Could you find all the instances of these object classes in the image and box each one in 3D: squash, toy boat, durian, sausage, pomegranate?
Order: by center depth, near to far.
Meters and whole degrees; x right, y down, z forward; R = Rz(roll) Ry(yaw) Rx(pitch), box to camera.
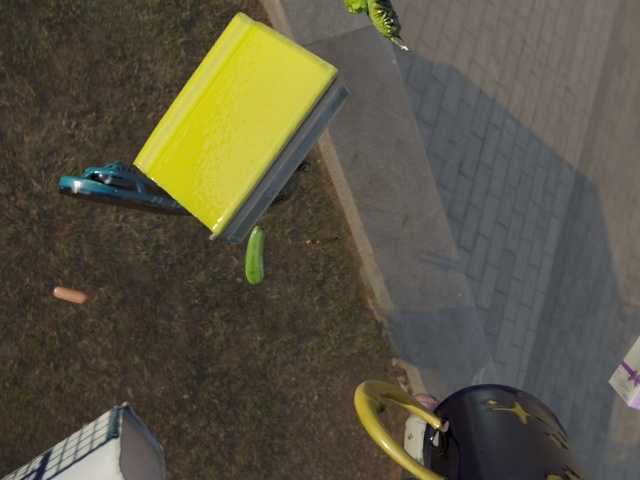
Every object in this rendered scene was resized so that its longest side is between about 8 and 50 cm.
[{"bbox_3d":[-0.090,0.021,0.608,0.027,0.027,0.089,-12,120,-32],"label":"squash"},{"bbox_3d":[-0.086,-0.110,0.685,0.130,0.130,0.130,-1,91,-33],"label":"pomegranate"},{"bbox_3d":[-0.377,-0.111,0.898,0.299,0.134,0.092,14,84,-69],"label":"toy boat"},{"bbox_3d":[0.099,-0.586,0.988,0.106,0.132,0.375,-25,95,-41],"label":"durian"},{"bbox_3d":[-0.649,0.142,1.149,0.083,0.034,0.034,20,80,-13],"label":"sausage"}]

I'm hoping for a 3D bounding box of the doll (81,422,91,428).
[{"bbox_3d":[-0.536,0.558,1.128,0.209,0.097,0.137,16,93,11],"label":"doll"}]

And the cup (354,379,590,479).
[{"bbox_3d":[0.145,0.265,0.438,0.256,0.254,0.179,-7,105,-74],"label":"cup"}]

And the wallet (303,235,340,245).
[{"bbox_3d":[0.000,0.000,1.631,0.095,0.176,0.026,-10,90,-17],"label":"wallet"}]

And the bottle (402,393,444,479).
[{"bbox_3d":[0.289,0.549,1.228,0.110,0.110,0.233,31,52,-30],"label":"bottle"}]

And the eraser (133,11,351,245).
[{"bbox_3d":[-0.091,-0.129,0.501,0.226,0.158,0.069,-53,157,3],"label":"eraser"}]

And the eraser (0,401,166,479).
[{"bbox_3d":[-0.273,0.269,0.361,0.287,0.130,0.086,-31,110,-15],"label":"eraser"}]

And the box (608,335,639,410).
[{"bbox_3d":[0.368,0.127,0.474,0.036,0.051,0.117,22,110,1],"label":"box"}]
